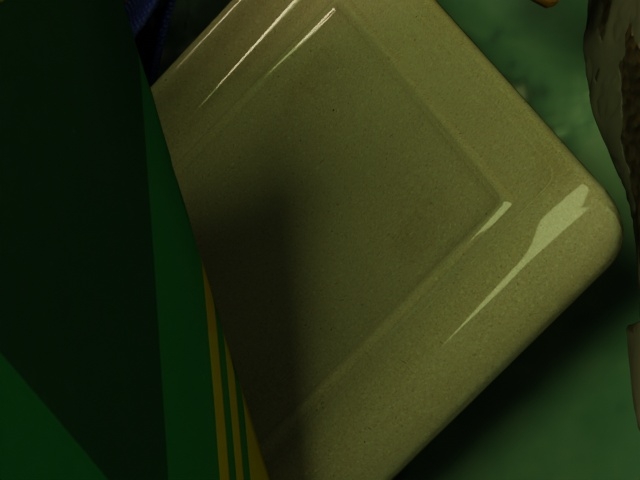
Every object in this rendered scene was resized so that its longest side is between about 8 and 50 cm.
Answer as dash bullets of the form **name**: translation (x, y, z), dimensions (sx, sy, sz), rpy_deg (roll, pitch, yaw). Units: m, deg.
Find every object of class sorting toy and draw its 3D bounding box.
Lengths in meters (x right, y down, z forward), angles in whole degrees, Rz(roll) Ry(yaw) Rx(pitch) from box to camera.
- **sorting toy**: translation (0.000, 0.000, 0.684), dimensions (0.348, 0.047, 0.196), rpy_deg (-46, 49, 11)

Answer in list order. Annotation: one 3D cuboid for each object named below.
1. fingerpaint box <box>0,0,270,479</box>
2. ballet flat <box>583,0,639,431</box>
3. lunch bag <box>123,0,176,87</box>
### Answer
- **fingerpaint box**: translation (-0.251, 0.072, 0.594), dimensions (0.444, 0.163, 0.371), rpy_deg (-11, 105, 24)
- **ballet flat**: translation (0.131, -0.035, 0.619), dimensions (0.084, 0.058, 0.250), rpy_deg (128, 149, -50)
- **lunch bag**: translation (-0.220, -0.162, 0.803), dimensions (0.385, 0.239, 0.328), rpy_deg (-41, 52, 23)
